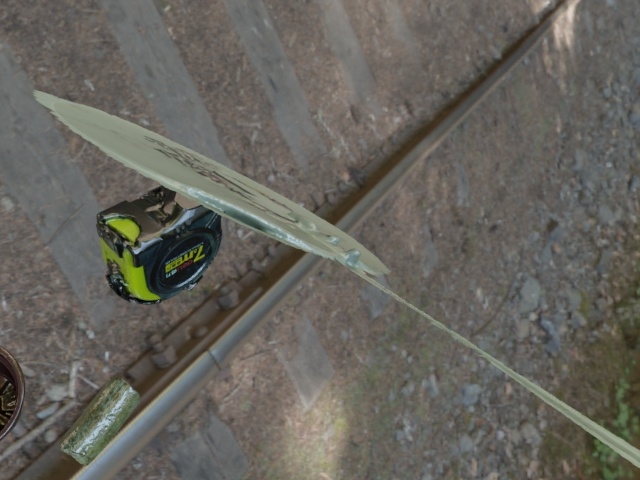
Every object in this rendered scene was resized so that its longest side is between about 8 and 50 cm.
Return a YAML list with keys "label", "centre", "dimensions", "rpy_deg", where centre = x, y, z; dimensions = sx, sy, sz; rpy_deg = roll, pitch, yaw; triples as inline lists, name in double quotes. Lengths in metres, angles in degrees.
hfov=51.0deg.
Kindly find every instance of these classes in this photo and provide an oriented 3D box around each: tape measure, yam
- label: "tape measure"
  centre: [-0.241, 0.003, 1.005]
  dimensions: [0.199, 0.112, 0.186]
  rpy_deg: [-33, 150, -31]
- label: "yam"
  centre: [-0.225, 0.184, 0.689]
  dimensions: [0.094, 0.043, 0.043]
  rpy_deg: [-52, 127, -10]

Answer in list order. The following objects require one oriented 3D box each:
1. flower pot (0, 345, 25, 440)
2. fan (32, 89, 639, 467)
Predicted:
- label: "flower pot"
  centre: [-0.324, 0.149, 0.620]
  dimensions: [0.111, 0.089, 0.111]
  rpy_deg: [4, 71, -11]
- label: "fan"
  centre: [0.000, -0.001, 0.374]
  dimensions: [0.233, 0.415, 0.012]
  rpy_deg: [15, 104, -54]
